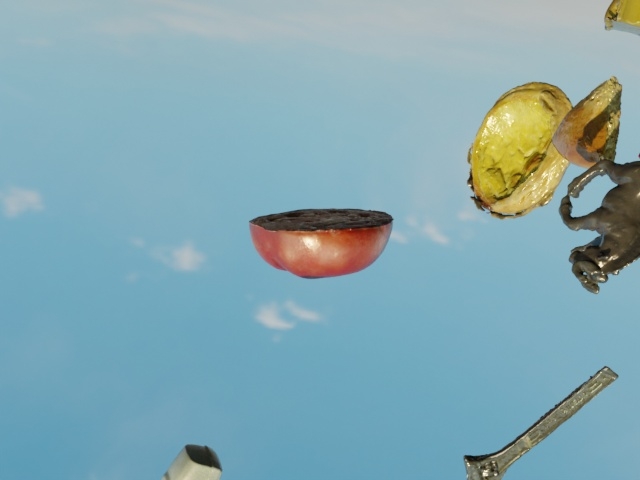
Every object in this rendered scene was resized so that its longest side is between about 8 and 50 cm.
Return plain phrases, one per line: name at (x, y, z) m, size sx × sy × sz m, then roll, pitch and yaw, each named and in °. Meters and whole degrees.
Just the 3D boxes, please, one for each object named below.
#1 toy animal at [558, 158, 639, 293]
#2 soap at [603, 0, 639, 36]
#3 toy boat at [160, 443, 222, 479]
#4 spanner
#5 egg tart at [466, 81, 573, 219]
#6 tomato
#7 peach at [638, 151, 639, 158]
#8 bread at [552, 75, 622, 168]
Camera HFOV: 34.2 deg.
toy animal at (0.391, -0.038, 1.356) m, size 0.084 × 0.233 × 0.148 m, roll 36°, pitch 174°, yaw -28°
soap at (0.534, -0.459, 1.705) m, size 0.076 × 0.233 × 0.135 m, roll 16°, pitch -174°, yaw 5°
toy boat at (-0.174, 0.361, 1.197) m, size 0.085 × 0.261 × 0.078 m, roll 22°, pitch -172°, yaw -21°
spanner at (0.319, 0.299, 1.568) m, size 0.325 × 0.093 × 0.026 m, roll -38°, pitch -163°, yaw -1°
egg tart at (0.397, -0.169, 2.009) m, size 0.095 × 0.279 × 0.279 m, roll 16°, pitch -163°, yaw -31°
tomato at (0.002, 0.002, 1.577) m, size 0.224 × 0.085 × 0.225 m, roll -4°, pitch -168°, yaw 1°
peach at (0.662, -0.128, 1.571) m, size 0.338 × 0.281 × 0.281 m, roll 4°, pitch -158°, yaw 4°
bread at (0.406, -0.170, 1.619) m, size 0.054 × 0.154 × 0.136 m, roll 23°, pitch 160°, yaw -20°
